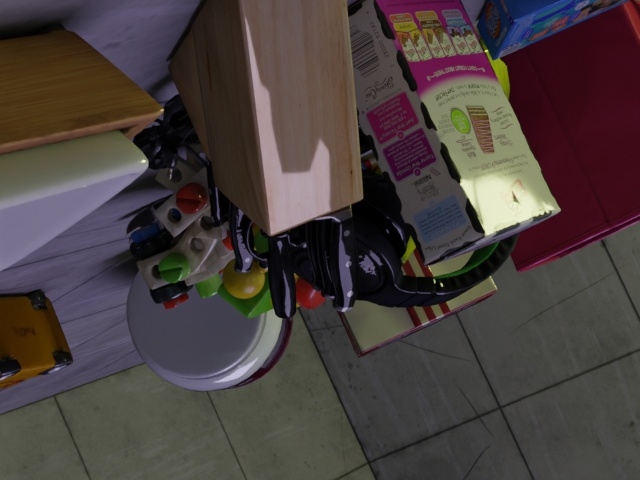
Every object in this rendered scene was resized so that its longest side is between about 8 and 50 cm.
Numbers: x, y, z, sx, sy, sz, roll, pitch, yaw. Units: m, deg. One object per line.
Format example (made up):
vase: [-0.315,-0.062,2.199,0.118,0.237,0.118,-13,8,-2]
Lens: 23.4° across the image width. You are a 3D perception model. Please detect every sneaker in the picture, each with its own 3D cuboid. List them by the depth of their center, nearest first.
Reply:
sneaker: [-0.155,-0.025,1.868,0.170,0.068,0.071,-23,180,-19]

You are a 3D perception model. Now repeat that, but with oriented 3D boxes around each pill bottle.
pill bottle: [-0.160,0.110,2.269,0.224,0.224,0.392,-25,174,0]

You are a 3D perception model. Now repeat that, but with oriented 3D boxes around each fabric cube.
fabric cube: [0.325,-0.135,1.898,0.259,0.258,0.254,-26,173,20]

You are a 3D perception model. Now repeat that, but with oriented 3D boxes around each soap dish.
soap dish: [-0.278,-0.036,0.997,0.229,0.118,0.291,-30,172,42]

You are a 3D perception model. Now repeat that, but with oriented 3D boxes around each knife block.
knife block: [-0.020,-0.064,1.187,0.088,0.242,0.276,-23,174,-22]

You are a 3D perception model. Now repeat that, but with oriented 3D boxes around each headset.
headset: [0.023,-0.073,1.424,0.394,0.243,0.185,5,159,-24]

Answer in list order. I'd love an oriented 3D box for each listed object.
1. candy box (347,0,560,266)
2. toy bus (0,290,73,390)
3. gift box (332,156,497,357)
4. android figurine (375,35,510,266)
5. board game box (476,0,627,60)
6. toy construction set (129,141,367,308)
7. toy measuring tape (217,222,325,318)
candy box: [0.108,-0.105,1.386,0.071,0.233,0.159,-29,172,34]
toy bus: [-0.435,0.140,1.980,0.130,0.108,0.333,-25,174,10]
gift box: [0.086,0.020,2.294,0.276,0.258,0.255,-23,174,-7]
android figurine: [0.130,-0.107,1.683,0.273,0.056,0.248,-57,150,-25]
board game box: [0.270,-0.261,1.565,0.210,0.047,0.160,-24,174,-5]
toy construction set: [-0.087,-0.026,1.700,0.215,0.151,0.328,-20,174,26]
toy measuring tape: [0.000,0.000,1.601,0.121,0.121,0.330,-28,176,29]
